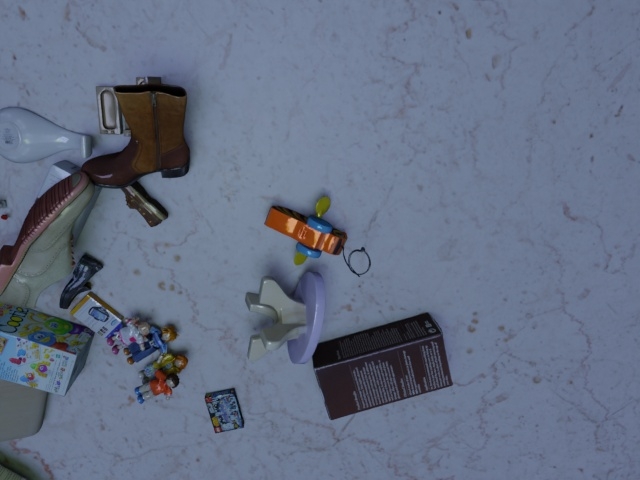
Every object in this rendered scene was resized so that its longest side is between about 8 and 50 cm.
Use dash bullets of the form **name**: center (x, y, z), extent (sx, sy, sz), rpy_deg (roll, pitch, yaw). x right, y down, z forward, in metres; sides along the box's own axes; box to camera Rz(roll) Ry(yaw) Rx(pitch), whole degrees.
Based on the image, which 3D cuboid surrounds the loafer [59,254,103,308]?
- **loafer**: center (-0.659, 0.123, 1.312), extent (0.061, 0.062, 0.170), rpy_deg (29, 105, -18)

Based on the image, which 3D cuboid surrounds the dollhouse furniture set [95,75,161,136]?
- **dollhouse furniture set**: center (-0.470, -0.320, 1.146), extent (0.151, 0.123, 0.144), rpy_deg (1, 108, -5)

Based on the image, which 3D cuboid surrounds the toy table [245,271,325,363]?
- **toy table**: center (-0.103, 0.212, 1.311), extent (0.160, 0.252, 0.274), rpy_deg (4, 100, -24)

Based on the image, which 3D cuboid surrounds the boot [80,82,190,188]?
- **boot**: center (-0.433, -0.233, 1.093), extent (0.264, 0.280, 0.096), rpy_deg (-2, 64, -13)

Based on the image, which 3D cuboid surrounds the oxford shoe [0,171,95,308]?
- **oxford shoe**: center (-0.655, 0.003, 1.168), extent (0.397, 0.140, 0.146), rpy_deg (-46, 130, 12)

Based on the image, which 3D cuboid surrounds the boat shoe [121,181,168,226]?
- **boat shoe**: center (-0.481, -0.107, 1.248), extent (0.060, 0.064, 0.178), rpy_deg (-40, 110, 6)

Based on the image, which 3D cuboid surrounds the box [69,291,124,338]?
- **box**: center (-0.629, 0.217, 1.363), extent (0.081, 0.028, 0.136), rpy_deg (-42, 109, 9)

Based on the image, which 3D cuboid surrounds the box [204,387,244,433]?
- **box**: center (-0.299, 0.532, 1.494), extent (0.093, 0.027, 0.137), rpy_deg (-11, 109, 0)

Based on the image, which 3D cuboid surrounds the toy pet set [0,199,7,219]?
- **toy pet set**: center (-0.882, -0.107, 1.228), extent (0.122, 0.065, 0.114), rpy_deg (-5, 144, 0)

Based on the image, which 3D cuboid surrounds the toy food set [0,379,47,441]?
- **toy food set**: center (-0.921, 0.447, 1.326), extent (0.306, 0.092, 0.220), rpy_deg (6, 111, -40)

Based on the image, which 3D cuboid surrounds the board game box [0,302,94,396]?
- **board game box**: center (-0.795, 0.292, 1.311), extent (0.275, 0.142, 0.144), rpy_deg (21, 105, -12)

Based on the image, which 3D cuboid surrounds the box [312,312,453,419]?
- **box**: center (0.179, 0.373, 1.427), extent (0.381, 0.143, 0.191), rpy_deg (-16, 109, -1)

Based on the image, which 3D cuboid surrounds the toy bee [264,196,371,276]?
- **toy bee**: center (0.000, 0.000, 1.297), extent (0.195, 0.162, 0.298), rpy_deg (-44, 82, 18)

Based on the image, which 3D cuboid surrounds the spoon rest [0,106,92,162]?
- **spoon rest**: center (-0.688, -0.250, 1.186), extent (0.276, 0.084, 0.137), rpy_deg (9, 106, 6)

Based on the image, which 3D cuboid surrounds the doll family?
- **doll family**: center (-0.476, 0.325, 1.380), extent (0.163, 0.118, 0.263), rpy_deg (-26, 94, 14)

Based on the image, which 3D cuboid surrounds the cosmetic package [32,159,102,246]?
- **cosmetic package**: center (-0.664, -0.078, 1.232), extent (0.117, 0.085, 0.231), rpy_deg (28, 103, -13)

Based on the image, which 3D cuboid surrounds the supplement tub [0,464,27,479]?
- **supplement tub**: center (-1.022, 0.775, 1.403), extent (0.325, 0.235, 0.235), rpy_deg (41, 101, -15)
